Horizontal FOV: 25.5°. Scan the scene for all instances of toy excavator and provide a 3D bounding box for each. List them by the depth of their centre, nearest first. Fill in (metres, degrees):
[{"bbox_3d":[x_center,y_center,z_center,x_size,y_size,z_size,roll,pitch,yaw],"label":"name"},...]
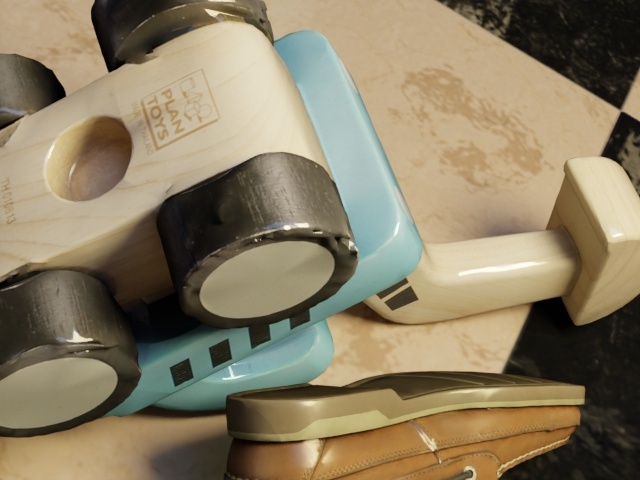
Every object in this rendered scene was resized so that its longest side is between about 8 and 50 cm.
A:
[{"bbox_3d":[0.000,0.000,0.982,0.433,0.445,0.222,-26,60,8],"label":"toy excavator"}]

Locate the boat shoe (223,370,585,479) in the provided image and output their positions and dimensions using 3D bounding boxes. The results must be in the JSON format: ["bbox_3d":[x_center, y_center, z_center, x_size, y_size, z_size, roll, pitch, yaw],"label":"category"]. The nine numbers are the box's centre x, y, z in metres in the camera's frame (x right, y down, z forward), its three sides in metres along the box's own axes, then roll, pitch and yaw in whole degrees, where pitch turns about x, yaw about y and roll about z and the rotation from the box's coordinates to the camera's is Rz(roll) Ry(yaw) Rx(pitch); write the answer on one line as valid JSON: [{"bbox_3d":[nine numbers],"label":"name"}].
[{"bbox_3d":[0.061,0.146,0.962,0.307,0.111,0.104,0,89,-38],"label":"boat shoe"}]
